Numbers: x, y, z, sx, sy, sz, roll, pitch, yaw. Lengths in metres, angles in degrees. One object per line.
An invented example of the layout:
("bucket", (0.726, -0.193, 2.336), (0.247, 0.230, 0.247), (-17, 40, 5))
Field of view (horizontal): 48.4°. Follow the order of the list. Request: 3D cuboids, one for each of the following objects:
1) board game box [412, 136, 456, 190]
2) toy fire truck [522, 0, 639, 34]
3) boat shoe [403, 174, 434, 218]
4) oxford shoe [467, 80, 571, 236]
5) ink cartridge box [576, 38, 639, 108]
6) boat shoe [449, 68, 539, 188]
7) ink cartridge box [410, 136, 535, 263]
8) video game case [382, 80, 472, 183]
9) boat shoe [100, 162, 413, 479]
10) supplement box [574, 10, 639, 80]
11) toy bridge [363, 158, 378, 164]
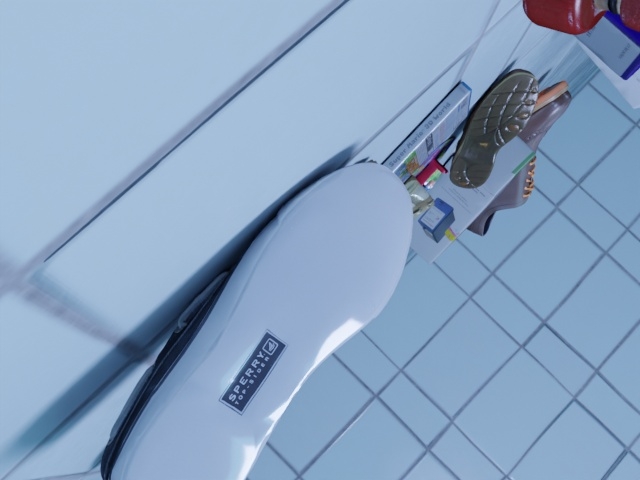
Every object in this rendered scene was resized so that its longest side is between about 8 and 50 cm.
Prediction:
("board game box", (0.135, -0.066, 0.958), (0.133, 0.033, 0.169), (-40, 170, -30))
("toy fire truck", (0.251, -0.240, 0.395), (0.302, 0.169, 0.254), (-36, 141, -41))
("boat shoe", (0.068, -0.008, 0.823), (0.153, 0.048, 0.056), (-47, -170, -12))
("oxford shoe", (0.371, -0.148, 1.354), (0.130, 0.133, 0.364), (-37, 168, -41))
("ink cartridge box", (0.475, -0.300, 0.792), (0.226, 0.131, 0.306), (-51, -166, -21))
("boat shoe", (0.212, -0.147, 0.899), (0.060, 0.064, 0.178), (-84, -167, -45))
("ink cartridge box", (0.237, -0.078, 1.188), (0.154, 0.093, 0.212), (-40, 171, -38))
("video game case", (0.090, -0.083, 0.729), (0.166, 0.015, 0.119), (-47, 172, 5))
("boat shoe", (-0.047, 0.064, 0.519), (0.301, 0.108, 0.102), (-56, -153, -16))
("supplement box", (0.315, -0.267, 0.617), (0.220, 0.114, 0.111), (-46, 171, 10))
("toy bridge", (0.000, 0.000, 0.652), (0.188, 0.026, 0.063), (-50, 171, 30))
